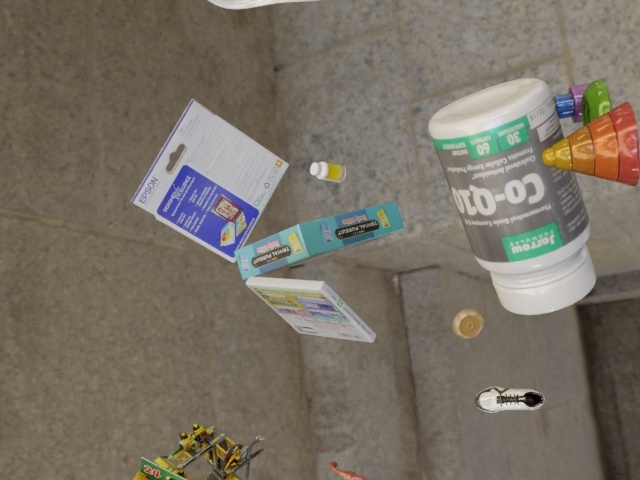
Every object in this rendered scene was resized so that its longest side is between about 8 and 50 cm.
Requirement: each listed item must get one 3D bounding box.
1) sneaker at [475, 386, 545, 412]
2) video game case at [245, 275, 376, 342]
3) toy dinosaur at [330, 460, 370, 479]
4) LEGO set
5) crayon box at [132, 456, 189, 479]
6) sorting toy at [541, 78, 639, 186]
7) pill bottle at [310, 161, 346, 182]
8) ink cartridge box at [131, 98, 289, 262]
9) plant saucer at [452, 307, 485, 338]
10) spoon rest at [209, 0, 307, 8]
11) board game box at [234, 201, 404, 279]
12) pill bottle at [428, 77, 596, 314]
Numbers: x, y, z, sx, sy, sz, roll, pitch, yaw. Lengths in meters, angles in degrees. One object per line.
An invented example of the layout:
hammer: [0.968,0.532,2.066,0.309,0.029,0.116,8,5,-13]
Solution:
sneaker: [0.296,0.246,1.121,0.044,0.109,0.040,88,-2,-75]
video game case: [-0.020,0.137,1.440,0.193,0.212,0.023,47,59,-36]
toy dinosaur: [0.057,0.392,1.200,0.082,0.090,0.047,45,27,-11]
LEGO set: [-0.245,0.603,1.658,0.255,0.192,0.331,-23,128,-42]
crayon box: [-0.301,0.582,1.416,0.081,0.202,0.319,-57,167,-52]
sorting toy: [0.397,-0.177,1.141,0.365,0.126,0.127,-73,152,-65]
pill bottle: [0.018,-0.165,1.726,0.083,0.043,0.043,7,70,-36]
ink cartridge box: [-0.277,-0.147,1.830,0.307,0.072,0.304,33,79,-21]
plant saucer: [0.370,0.209,1.782,0.015,0.083,0.083,-111,179,-72]
spoon rest: [-0.108,-0.485,1.384,0.137,0.276,0.084,-95,-169,-59]
board game box: [0.000,0.000,1.756,0.336,0.253,0.079,-15,86,-43]
pill bottle: [0.334,-0.071,1.218,0.361,0.204,0.204,66,29,-18]
